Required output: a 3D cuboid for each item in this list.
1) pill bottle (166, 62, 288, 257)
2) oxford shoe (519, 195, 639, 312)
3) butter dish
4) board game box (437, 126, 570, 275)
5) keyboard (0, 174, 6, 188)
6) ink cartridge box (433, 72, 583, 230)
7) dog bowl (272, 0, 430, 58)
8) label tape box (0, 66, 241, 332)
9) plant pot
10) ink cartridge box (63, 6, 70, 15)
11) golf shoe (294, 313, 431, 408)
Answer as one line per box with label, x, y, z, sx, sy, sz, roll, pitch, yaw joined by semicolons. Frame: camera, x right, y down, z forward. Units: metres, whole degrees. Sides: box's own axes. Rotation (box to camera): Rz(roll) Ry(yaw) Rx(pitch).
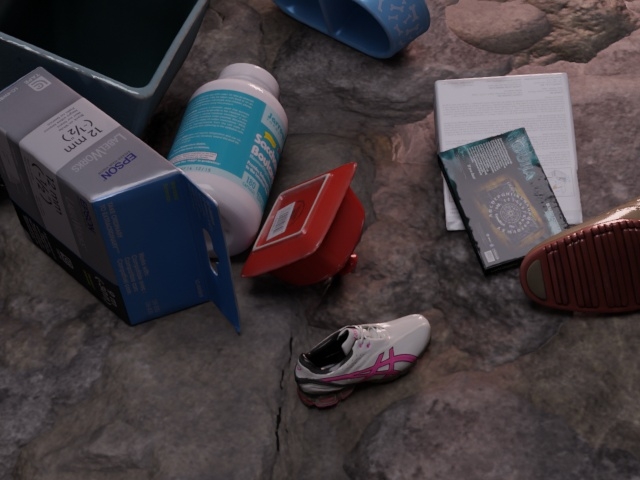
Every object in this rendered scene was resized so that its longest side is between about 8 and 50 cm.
pill bottle;-0.128;-0.117;1.751;0.146;0.146;0.264;6;52;11
oxford shoe;0.413;0.000;1.647;0.348;0.123;0.130;-12;24;-3
butter dish;0.000;0.000;1.670;0.160;0.118;0.160;-19;37;46
board game box;0.244;-0.054;1.713;0.126;0.026;0.186;-17;62;-3
keyboard;-0.466;-0.108;1.788;0.100;0.038;0.192;40;32;29
ink cartridge box;0.255;-0.117;1.790;0.189;0.066;0.232;-3;71;3
dog bowl;0.024;-0.370;1.943;0.297;0.166;0.074;31;72;27
label tape box;-0.261;-0.026;1.622;0.115;0.249;0.347;-37;57;-23
plant pot;-0.317;-0.249;1.795;0.248;0.252;0.247;23;55;0
ink cartridge box;-0.340;-0.374;1.995;0.067;0.115;0.198;-2;47;32
golf shoe;0.055;0.134;1.567;0.186;0.086;0.067;-26;52;-17
